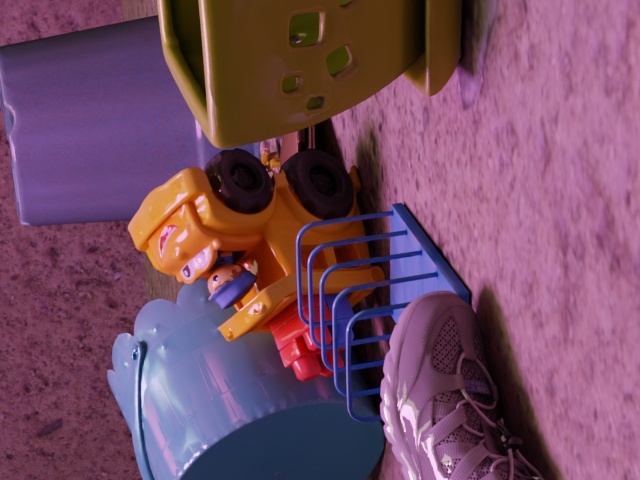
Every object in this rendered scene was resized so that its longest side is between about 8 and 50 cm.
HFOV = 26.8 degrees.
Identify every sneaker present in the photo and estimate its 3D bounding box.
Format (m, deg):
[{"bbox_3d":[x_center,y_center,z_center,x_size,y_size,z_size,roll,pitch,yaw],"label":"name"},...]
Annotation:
[{"bbox_3d":[0.125,0.171,1.003,0.115,0.105,0.281,-22,70,42],"label":"sneaker"}]

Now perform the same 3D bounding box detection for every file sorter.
[{"bbox_3d":[0.050,0.063,1.162,0.170,0.104,0.118,-122,25,-58],"label":"file sorter"}]

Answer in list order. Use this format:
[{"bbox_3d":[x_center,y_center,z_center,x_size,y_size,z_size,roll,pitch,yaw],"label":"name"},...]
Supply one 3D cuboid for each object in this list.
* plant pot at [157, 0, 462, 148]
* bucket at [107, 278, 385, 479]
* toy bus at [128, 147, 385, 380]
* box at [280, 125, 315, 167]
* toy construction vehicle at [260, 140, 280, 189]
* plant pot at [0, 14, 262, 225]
[{"bbox_3d":[-0.012,-0.220,1.014,0.227,0.207,0.228,-123,28,-59],"label":"plant pot"},{"bbox_3d":[-0.075,0.180,1.433,0.281,0.281,0.183,96,155,-47],"label":"bucket"},{"bbox_3d":[-0.051,0.033,1.302,0.149,0.220,0.211,-38,62,44],"label":"toy bus"},{"bbox_3d":[-0.027,-0.086,1.512,0.201,0.021,0.164,100,169,-58],"label":"box"},{"bbox_3d":[-0.059,-0.072,1.707,0.086,0.035,0.098,-100,10,-62],"label":"toy construction vehicle"},{"bbox_3d":[-0.277,-0.168,1.901,0.341,0.334,0.341,172,90,-77],"label":"plant pot"}]
